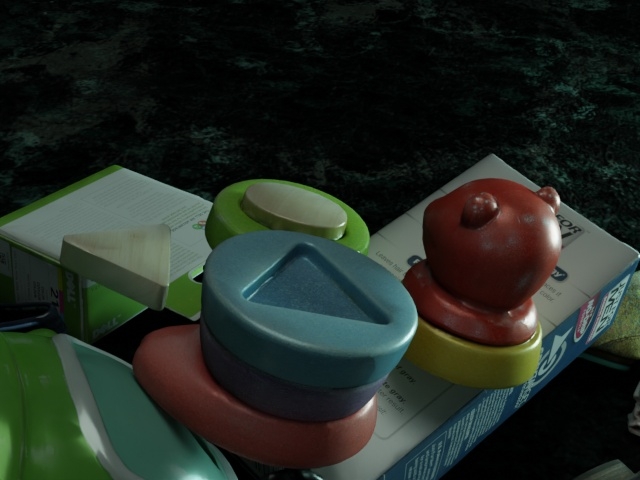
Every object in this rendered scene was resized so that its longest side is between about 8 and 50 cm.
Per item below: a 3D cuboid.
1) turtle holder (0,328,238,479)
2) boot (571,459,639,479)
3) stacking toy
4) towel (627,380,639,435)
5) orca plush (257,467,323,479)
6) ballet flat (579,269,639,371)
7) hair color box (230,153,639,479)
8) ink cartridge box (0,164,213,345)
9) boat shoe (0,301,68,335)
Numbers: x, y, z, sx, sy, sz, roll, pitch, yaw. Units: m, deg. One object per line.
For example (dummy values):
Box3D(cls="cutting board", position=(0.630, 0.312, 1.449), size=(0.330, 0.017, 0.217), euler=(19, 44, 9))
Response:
Box3D(cls="turtle holder", position=(-0.190, 0.179, 0.683), size=(0.227, 0.243, 0.320), euler=(12, -8, -29))
Box3D(cls="boot", position=(0.312, 0.245, 0.758), size=(0.263, 0.091, 0.229), euler=(-18, 41, -27))
Box3D(cls="stacking toy", position=(0.000, 0.000, 0.721), size=(0.279, 0.130, 0.309), euler=(35, 33, 31))
Box3D(cls="towel", position=(0.488, 0.130, 1.000), size=(0.317, 0.053, 0.332), euler=(18, 33, 22))
Box3D(cls="orca plush", position=(0.020, 0.225, 0.580), size=(0.102, 0.287, 0.151), euler=(-10, 39, 49))
Box3D(cls="ballet flat", position=(0.159, 0.036, 1.050), size=(0.349, 0.123, 0.123), euler=(13, 31, 14))
Box3D(cls="hair color box", position=(0.086, 0.083, 0.870), size=(0.347, 0.105, 0.174), euler=(-34, 58, -27))
Box3D(cls="ink cartridge box", position=(-0.173, 0.030, 1.049), size=(0.255, 0.097, 0.189), euler=(22, 33, 25))
Box3D(cls="boat shoe", position=(-0.353, 0.071, 0.957), size=(0.258, 0.089, 0.109), euler=(3, 29, -2))
